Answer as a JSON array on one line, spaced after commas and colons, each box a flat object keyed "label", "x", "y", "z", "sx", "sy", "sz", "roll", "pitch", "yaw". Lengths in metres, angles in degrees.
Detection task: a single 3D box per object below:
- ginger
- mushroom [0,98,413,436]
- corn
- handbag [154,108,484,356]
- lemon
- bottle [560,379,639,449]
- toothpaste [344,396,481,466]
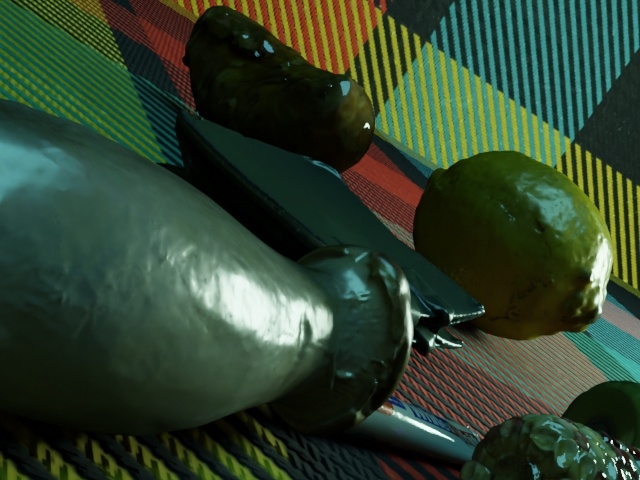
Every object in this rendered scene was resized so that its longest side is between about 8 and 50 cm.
[{"label": "ginger", "x": -0.060, "y": -0.155, "z": 1.279, "sx": 0.165, "sy": 0.172, "sz": 0.321, "roll": -21, "pitch": 39, "yaw": -30}, {"label": "mushroom", "x": -0.076, "y": 0.027, "z": 0.504, "sx": 0.128, "sy": 0.128, "sz": 0.350, "roll": 42, "pitch": 15, "yaw": 36}, {"label": "corn", "x": 0.196, "y": 0.185, "z": 0.692, "sx": 0.290, "sy": 0.098, "sz": 0.098, "roll": 30, "pitch": 11, "yaw": -39}, {"label": "handbag", "x": -0.002, "y": 0.001, "z": 0.951, "sx": 0.260, "sy": 0.079, "sz": 0.247, "roll": 42, "pitch": 14, "yaw": 32}, {"label": "lemon", "x": 0.216, "y": 0.006, "z": 1.227, "sx": 0.260, "sy": 0.204, "sz": 0.204, "roll": 45, "pitch": 15, "yaw": 32}, {"label": "bottle", "x": 0.308, "y": 0.207, "z": 0.871, "sx": 0.260, "sy": 0.112, "sz": 0.112, "roll": 30, "pitch": 12, "yaw": -24}, {"label": "toothpaste", "x": 0.061, "y": 0.126, "z": 0.731, "sx": 0.218, "sy": 0.033, "sz": 0.052, "roll": 28, "pitch": 18, "yaw": -49}]
